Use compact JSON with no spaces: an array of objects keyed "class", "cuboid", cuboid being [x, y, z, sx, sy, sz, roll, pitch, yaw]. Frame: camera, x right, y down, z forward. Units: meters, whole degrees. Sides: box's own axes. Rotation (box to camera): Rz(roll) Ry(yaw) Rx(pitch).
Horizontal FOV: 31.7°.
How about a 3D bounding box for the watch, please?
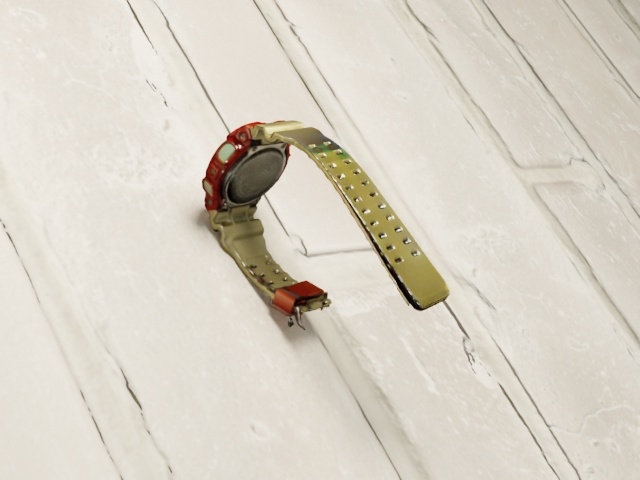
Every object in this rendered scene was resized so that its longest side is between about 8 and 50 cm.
[{"class":"watch","cuboid":[-0.007,-0.002,1.100,0.102,0.165,0.268,-15,61,-47]}]
